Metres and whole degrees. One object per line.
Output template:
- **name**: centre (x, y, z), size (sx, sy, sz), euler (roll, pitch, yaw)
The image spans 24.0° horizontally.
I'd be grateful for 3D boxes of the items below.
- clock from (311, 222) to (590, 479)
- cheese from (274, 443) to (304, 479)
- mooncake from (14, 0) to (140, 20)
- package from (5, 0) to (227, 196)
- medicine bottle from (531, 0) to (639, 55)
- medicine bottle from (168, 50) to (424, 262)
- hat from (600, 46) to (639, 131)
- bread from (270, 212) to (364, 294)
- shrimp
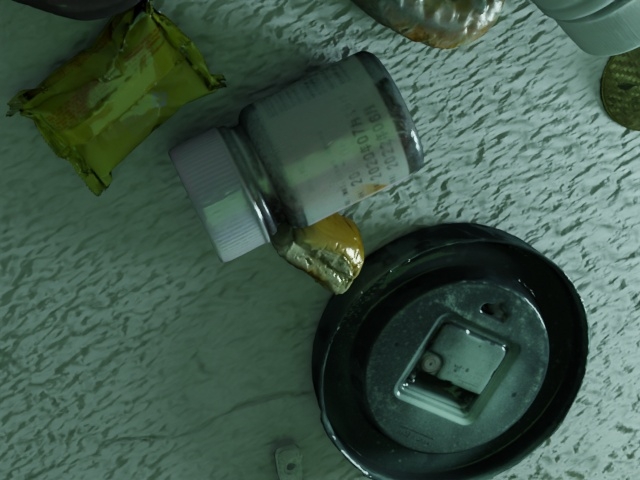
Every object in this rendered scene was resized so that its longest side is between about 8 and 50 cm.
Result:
- **clock**: centre (0.173, 0.158, 2.020), size (0.386, 0.076, 0.386), euler (-7, 116, -15)
- **cheese**: centre (-0.032, 0.390, 2.080), size (0.127, 0.054, 0.251), euler (-15, 118, -14)
- **mooncake**: centre (-0.264, -0.357, 1.605), size (0.245, 0.133, 0.245), euler (-7, 117, -14)
- **package**: centre (-0.234, -0.172, 1.728), size (0.226, 0.090, 0.168), euler (-41, 116, 1)
- **medicine bottle**: centre (0.276, -0.377, 1.730), size (0.332, 0.190, 0.190), euler (38, 99, -28)
- **medicine bottle**: centre (-0.028, -0.099, 1.784), size (0.273, 0.165, 0.165), euler (-27, 119, -3)
- **hat**: centre (0.440, -0.197, 1.938), size (0.146, 0.067, 0.146), euler (-7, 117, -14)
- **bread**: centre (-0.002, 0.000, 1.873), size (0.125, 0.106, 0.082), euler (34, 102, -30)
- **shrimp**: centre (0.096, -0.333, 1.773), size (0.317, 0.062, 0.164), euler (22, 102, -29)
